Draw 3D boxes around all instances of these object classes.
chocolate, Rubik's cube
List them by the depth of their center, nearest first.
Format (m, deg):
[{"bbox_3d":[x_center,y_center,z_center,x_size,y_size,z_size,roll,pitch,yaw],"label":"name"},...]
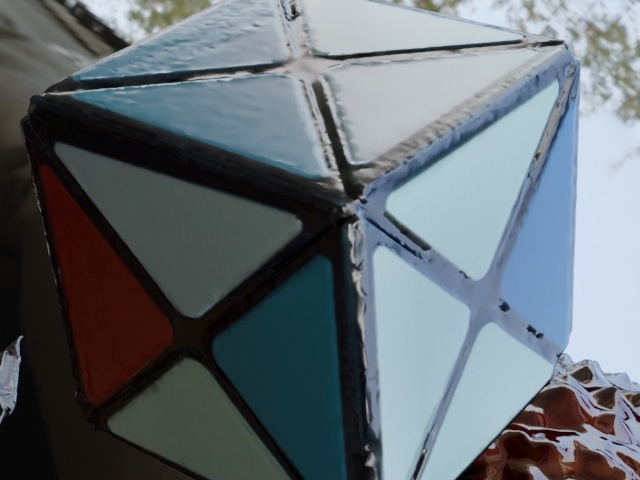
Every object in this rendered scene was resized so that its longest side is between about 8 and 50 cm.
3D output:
[{"bbox_3d":[0.000,0.001,0.789,0.248,0.250,0.246,17,-144,32],"label":"Rubik's cube"},{"bbox_3d":[-0.281,0.138,1.050,0.086,0.028,0.182,-49,-160,12],"label":"chocolate"}]

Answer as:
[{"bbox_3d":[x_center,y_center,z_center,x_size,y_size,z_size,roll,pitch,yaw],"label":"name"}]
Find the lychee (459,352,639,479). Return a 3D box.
[{"bbox_3d":[0.187,0.316,1.072,0.425,0.500,0.424,-27,-145,21],"label":"lychee"}]
